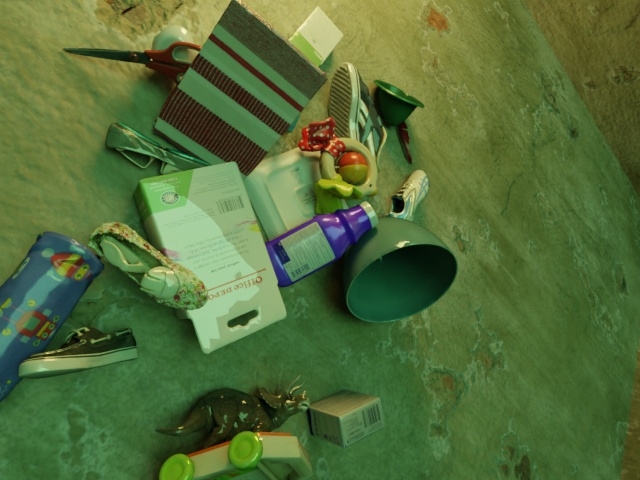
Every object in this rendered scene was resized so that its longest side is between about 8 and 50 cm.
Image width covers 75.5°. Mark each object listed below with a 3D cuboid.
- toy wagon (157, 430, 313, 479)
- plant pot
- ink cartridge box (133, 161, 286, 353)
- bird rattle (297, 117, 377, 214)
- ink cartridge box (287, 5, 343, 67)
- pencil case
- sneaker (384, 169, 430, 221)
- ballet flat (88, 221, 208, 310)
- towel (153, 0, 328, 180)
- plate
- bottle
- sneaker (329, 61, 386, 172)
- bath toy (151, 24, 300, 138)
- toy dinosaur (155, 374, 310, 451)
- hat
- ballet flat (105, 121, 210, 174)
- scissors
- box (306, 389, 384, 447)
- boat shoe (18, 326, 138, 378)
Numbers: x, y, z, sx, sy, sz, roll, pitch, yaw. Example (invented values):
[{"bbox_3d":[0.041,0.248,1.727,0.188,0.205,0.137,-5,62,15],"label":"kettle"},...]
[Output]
[{"bbox_3d":[-0.192,0.452,0.761,0.345,0.068,0.267,-17,134,-1],"label":"toy wagon"},{"bbox_3d":[0.179,0.050,1.088,0.291,0.290,0.195,16,35,-31],"label":"plant pot"},{"bbox_3d":[-0.229,0.033,0.872,0.207,0.119,0.353,-19,91,-33],"label":"ink cartridge box"},{"bbox_3d":[0.049,-0.190,1.062,0.207,0.143,0.253,-1,69,-29],"label":"bird rattle"},{"bbox_3d":[-0.031,-0.547,1.164,0.109,0.062,0.209,41,61,-21],"label":"ink cartridge box"},{"bbox_3d":[-0.491,0.126,0.674,0.119,0.133,0.306,53,54,-44],"label":"pencil case"},{"bbox_3d":[0.268,-0.138,1.274,0.086,0.085,0.237,43,58,-26],"label":"sneaker"},{"bbox_3d":[-0.315,0.053,0.738,0.241,0.077,0.091,33,99,5],"label":"ballet flat"},{"bbox_3d":[-0.177,-0.298,0.890,0.237,0.329,0.037,34,25,-25],"label":"towel"},{"bbox_3d":[-0.041,-0.104,1.079,0.277,0.045,0.277,-29,97,-35],"label":"plate"},{"bbox_3d":[0.000,0.000,0.979,0.283,0.092,0.118,-29,100,-7],"label":"bottle"},{"bbox_3d":[0.106,-0.334,1.180,0.128,0.126,0.320,-6,95,-30],"label":"sneaker"},{"bbox_3d":[-0.213,-0.368,0.965,0.349,0.151,0.129,24,32,-23],"label":"bath toy"},{"bbox_3d":[-0.180,0.374,0.859,0.314,0.121,0.160,10,50,-24],"label":"toy dinosaur"},{"bbox_3d":[0.219,-0.385,1.329,0.173,0.183,0.208,-3,40,-42],"label":"hat"},{"bbox_3d":[-0.344,-0.177,0.881,0.213,0.072,0.068,23,96,-28],"label":"ballet flat"},{"bbox_3d":[-0.362,-0.384,0.848,0.298,0.108,0.021,16,36,-16],"label":"scissors"},{"bbox_3d":[0.058,0.418,0.982,0.126,0.137,0.072,-8,87,-36],"label":"box"},{"bbox_3d":[-0.405,0.185,0.704,0.219,0.078,0.070,27,48,-73],"label":"boat shoe"}]
